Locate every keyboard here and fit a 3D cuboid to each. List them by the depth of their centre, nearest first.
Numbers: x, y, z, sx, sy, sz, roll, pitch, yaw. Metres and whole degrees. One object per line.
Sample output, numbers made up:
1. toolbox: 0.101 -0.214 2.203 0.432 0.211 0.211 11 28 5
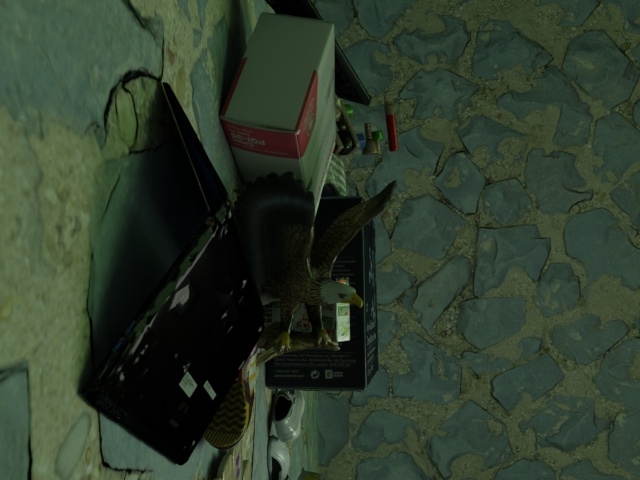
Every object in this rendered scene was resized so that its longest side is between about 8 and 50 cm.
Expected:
1. keyboard: -0.040 -0.358 0.890 0.317 0.033 0.201 50 -2 -36

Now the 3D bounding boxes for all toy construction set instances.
1. toy construction set: 0.028 -0.322 1.342 0.257 0.309 0.237 -137 -139 -83

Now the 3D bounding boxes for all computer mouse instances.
1. computer mouse: -0.084 0.500 1.162 0.106 0.042 0.192 -84 173 -60

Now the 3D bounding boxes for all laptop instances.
1. laptop: -0.136 0.036 0.507 0.264 0.137 0.234 -60 161 -27

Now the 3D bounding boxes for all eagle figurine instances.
1. eagle figurine: -0.014 0.035 0.835 0.226 0.225 0.298 -41 138 -73

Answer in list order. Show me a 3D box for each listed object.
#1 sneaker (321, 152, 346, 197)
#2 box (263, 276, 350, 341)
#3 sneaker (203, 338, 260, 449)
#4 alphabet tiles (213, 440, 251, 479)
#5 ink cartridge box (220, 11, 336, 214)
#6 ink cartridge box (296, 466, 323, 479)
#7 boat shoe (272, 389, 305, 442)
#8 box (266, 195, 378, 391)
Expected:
1. sneaker: -0.035 -0.144 1.229 0.293 0.146 0.102 23 61 -69
2. box: -0.032 0.125 1.015 0.036 0.207 0.114 3 85 -43
3. sneaker: -0.107 0.147 0.637 0.084 0.070 0.185 104 -6 -64
4. alphabet tiles: -0.119 0.405 0.675 0.284 0.021 0.277 -70 158 -83
5. ink cartridge box: -0.052 -0.181 0.877 0.283 0.117 0.207 85 18 -65
6. ink cartridge box: -0.047 0.678 1.198 0.307 0.072 0.303 75 23 -72
7. boat shoe: -0.078 0.365 1.195 0.184 0.066 0.063 -77 148 -71
8. box: 0.014 0.119 1.235 0.293 0.212 0.395 26 62 -78
